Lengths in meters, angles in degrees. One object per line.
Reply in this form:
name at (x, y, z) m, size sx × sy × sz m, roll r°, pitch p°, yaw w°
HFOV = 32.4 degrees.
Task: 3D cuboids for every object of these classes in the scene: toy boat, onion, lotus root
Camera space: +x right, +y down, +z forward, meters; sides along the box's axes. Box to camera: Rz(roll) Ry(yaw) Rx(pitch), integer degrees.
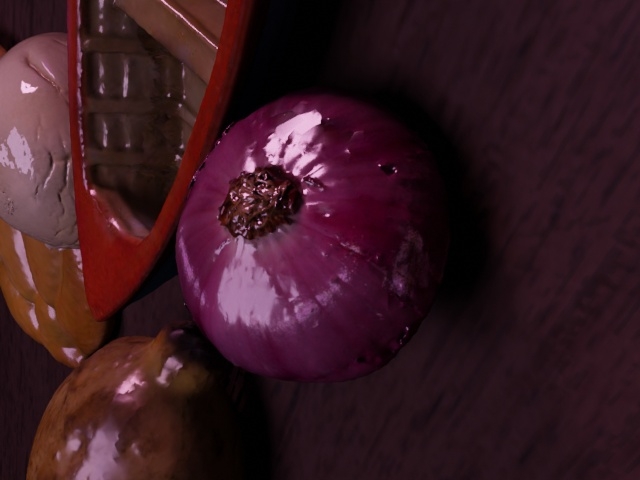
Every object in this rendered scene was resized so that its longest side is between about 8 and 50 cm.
toy boat at (-0.055, -0.113, 0.457) m, size 0.136 × 0.079 × 0.392 m, roll 46°, pitch 142°, yaw 31°
onion at (0.000, 0.000, 0.428) m, size 0.115 × 0.104 × 0.115 m, roll -17°, pitch 59°, yaw 31°
lotus root at (-0.106, 0.128, 0.652) m, size 0.138 × 0.138 × 0.214 m, roll 46°, pitch 132°, yaw 35°

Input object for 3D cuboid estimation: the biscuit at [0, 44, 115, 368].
biscuit at (-0.221, -0.026, 0.820) m, size 0.203 × 0.041 × 0.260 m, roll 7°, pitch 115°, yaw 58°

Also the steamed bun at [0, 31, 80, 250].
steamed bun at (-0.157, -0.055, 0.647) m, size 0.112 × 0.090 × 0.130 m, roll -18°, pitch 92°, yaw 59°
